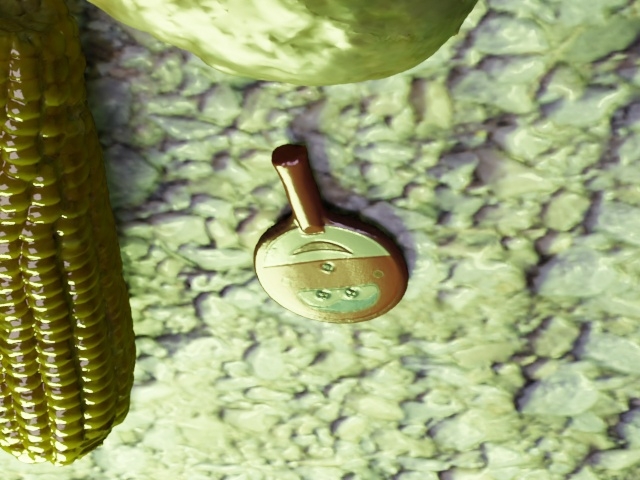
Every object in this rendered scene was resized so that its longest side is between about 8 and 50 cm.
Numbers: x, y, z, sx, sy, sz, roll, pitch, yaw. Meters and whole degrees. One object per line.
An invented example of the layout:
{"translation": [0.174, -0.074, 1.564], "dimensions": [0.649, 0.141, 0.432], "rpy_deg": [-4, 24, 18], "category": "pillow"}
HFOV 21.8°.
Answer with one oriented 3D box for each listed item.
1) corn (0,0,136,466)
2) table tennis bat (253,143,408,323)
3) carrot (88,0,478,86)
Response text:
{"translation": [-0.178, -0.001, 0.995], "dimensions": [0.120, 0.120, 0.363], "rpy_deg": [5, 130, 8], "category": "corn"}
{"translation": [0.000, 0.000, 1.026], "dimensions": [0.098, 0.019, 0.155], "rpy_deg": [-4, 136, 16], "category": "table tennis bat"}
{"translation": [-0.076, -0.210, 0.689], "dimensions": [0.340, 0.224, 0.224], "rpy_deg": [24, 134, -11], "category": "carrot"}
